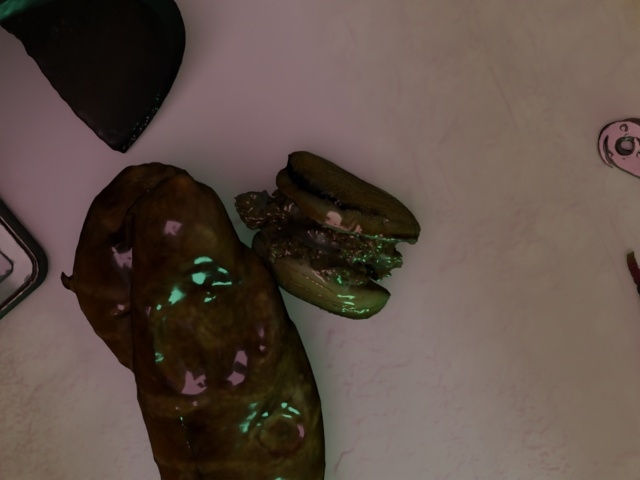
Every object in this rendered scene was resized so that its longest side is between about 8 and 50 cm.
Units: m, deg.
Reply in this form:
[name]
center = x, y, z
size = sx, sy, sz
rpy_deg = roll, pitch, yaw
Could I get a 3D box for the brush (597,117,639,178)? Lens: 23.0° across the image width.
[brush]
center = 0.404, -0.027, 1.489
size = 0.313, 0.067, 0.072
rpy_deg = 32, 99, 5

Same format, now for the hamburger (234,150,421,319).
[hamburger]
center = 0.000, 0.000, 1.491
size = 0.185, 0.159, 0.131
rpy_deg = 25, 102, -16

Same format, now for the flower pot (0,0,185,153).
[flower pot]
center = -0.343, -0.190, 1.439
size = 0.379, 0.379, 0.251
rpy_deg = -40, 71, 9

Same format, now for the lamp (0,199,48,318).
[lamp]
center = -0.453, 0.012, 1.601
size = 0.266, 0.047, 0.269
rpy_deg = -40, 90, 8

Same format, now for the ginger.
[ginger]
center = -0.116, 0.111, 1.505
size = 0.176, 0.254, 0.418
rpy_deg = -27, 113, -20

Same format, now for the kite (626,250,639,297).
[kite]
center = 0.367, 0.118, 1.529
size = 0.141, 0.015, 0.245
rpy_deg = -16, 97, 7
